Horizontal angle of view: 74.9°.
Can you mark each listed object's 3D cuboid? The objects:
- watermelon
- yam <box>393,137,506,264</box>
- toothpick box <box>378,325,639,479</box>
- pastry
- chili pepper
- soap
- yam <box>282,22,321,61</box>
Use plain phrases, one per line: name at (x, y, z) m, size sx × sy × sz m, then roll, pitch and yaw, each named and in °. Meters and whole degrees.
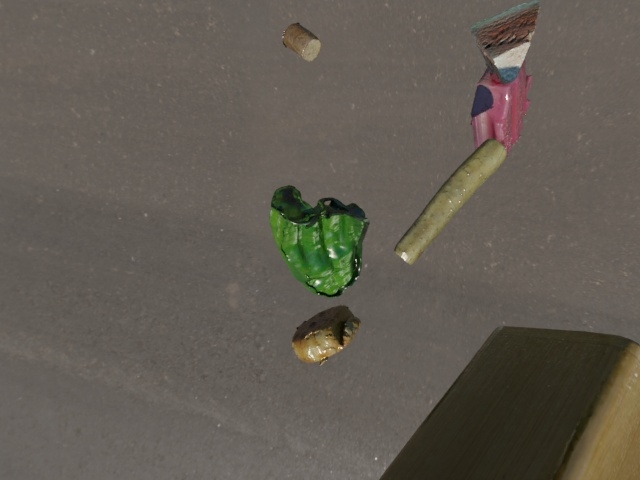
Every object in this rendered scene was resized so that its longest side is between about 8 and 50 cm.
watermelon at (0.419, -0.432, 0.929) m, size 0.153 × 0.241 × 0.094 m, roll -19°, pitch 125°, yaw 37°
yam at (0.326, -0.099, 1.070) m, size 0.083 × 0.083 × 0.372 m, roll 42°, pitch 96°, yaw 9°
toothpick box at (0.160, 0.230, 0.352) m, size 0.308 × 0.187 × 0.190 m, roll -40°, pitch 102°, yaw -27°
pastry at (0.011, 0.280, 1.259) m, size 0.228 × 0.218 × 0.100 m, roll -28°, pitch 97°, yaw 50°
chili pepper at (-0.002, -0.010, 0.993) m, size 0.213 × 0.385 × 0.167 m, roll -37°, pitch 60°, yaw -8°
soap at (0.598, -0.439, 1.386) m, size 0.127 × 0.325 × 0.220 m, roll 24°, pitch 73°, yaw 32°
yam at (-0.056, -0.616, 1.301) m, size 0.084 × 0.084 × 0.127 m, roll -49°, pitch 58°, yaw 12°
